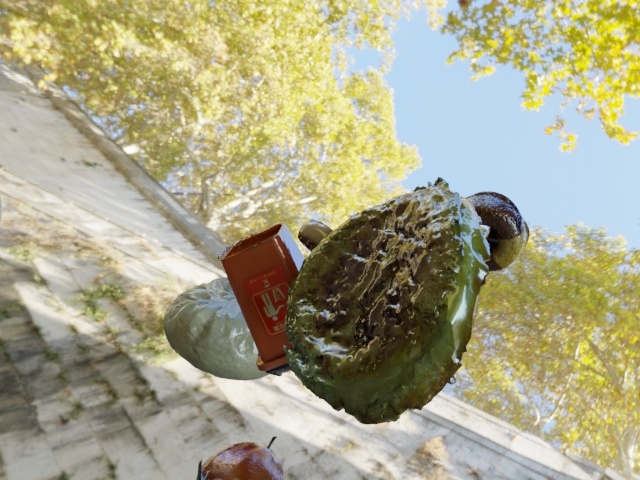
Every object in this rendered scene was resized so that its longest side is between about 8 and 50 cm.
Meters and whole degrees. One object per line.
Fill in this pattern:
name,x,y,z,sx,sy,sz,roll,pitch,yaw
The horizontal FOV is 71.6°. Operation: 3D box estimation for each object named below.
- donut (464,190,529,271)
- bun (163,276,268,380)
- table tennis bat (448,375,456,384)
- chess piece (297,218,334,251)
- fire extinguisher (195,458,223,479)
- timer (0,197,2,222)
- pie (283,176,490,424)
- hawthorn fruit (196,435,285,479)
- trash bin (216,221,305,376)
donut,0.357,-0.011,0.954,0.166,0.073,0.184,-12,-63,28
bun,-0.242,0.224,1.244,0.359,0.359,0.211,30,-72,35
table tennis bat,0.286,0.359,1.240,0.154,0.021,0.274,64,-20,-3
chess piece,0.000,0.000,0.777,0.083,0.084,0.038,21,-113,38
fire extinguisher,-0.094,0.334,0.511,0.049,0.035,0.173,-15,-73,46
timer,-0.468,-0.067,0.382,0.285,0.285,0.286,3,-86,40
pie,0.082,0.058,0.590,0.288,0.103,0.355,-25,-143,38
hawthorn fruit,-0.138,0.442,0.827,0.156,0.194,0.157,14,-61,27
trash bin,-0.070,0.096,0.811,0.161,0.184,0.239,-23,-79,8
